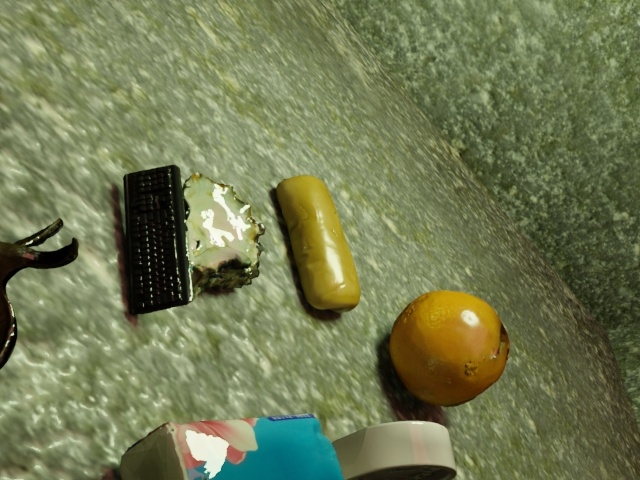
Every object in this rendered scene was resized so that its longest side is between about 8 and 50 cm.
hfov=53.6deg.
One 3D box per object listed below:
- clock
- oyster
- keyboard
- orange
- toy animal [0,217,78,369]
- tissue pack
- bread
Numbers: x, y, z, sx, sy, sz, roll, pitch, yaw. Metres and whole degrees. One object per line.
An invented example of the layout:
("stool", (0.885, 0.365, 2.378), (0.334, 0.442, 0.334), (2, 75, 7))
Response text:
("clock", (0.114, 0.353, 1.009), (0.197, 0.197, 0.068), (29, 41, -42))
("oyster", (-0.170, -0.002, 1.027), (0.198, 0.092, 0.259), (46, 22, -22))
("keyboard", (-0.239, -0.006, 0.913), (0.025, 0.094, 0.230), (76, 2, -65))
("orange", (0.268, 0.225, 1.325), (0.246, 0.246, 0.246), (38, 35, -33))
("toy animal", (-0.338, 0.032, 0.636), (0.160, 0.197, 0.272), (31, 43, -36))
("tissue pack", (-0.089, 0.328, 0.777), (0.270, 0.137, 0.209), (17, 51, -52))
("bread", (0.000, 0.000, 1.286), (0.142, 0.091, 0.305), (21, 47, -56))
